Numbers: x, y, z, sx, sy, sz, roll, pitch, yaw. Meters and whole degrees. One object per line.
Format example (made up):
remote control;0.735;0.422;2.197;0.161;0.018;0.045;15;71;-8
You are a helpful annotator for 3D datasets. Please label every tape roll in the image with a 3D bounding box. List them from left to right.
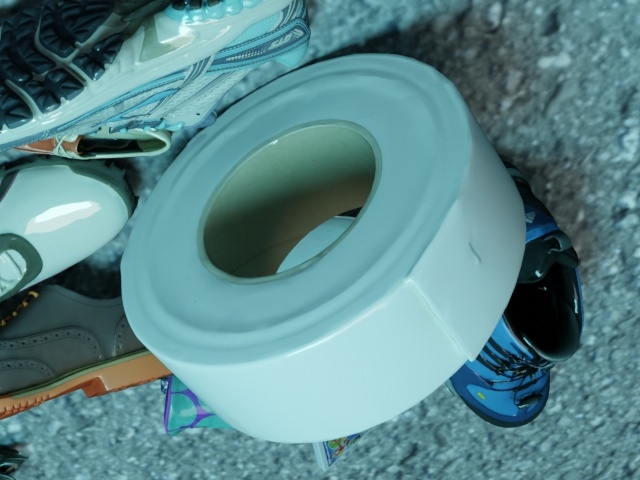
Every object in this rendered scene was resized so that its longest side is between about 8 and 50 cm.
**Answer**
tape roll;0.000;0.000;0.909;0.286;0.286;0.100;-26;130;14

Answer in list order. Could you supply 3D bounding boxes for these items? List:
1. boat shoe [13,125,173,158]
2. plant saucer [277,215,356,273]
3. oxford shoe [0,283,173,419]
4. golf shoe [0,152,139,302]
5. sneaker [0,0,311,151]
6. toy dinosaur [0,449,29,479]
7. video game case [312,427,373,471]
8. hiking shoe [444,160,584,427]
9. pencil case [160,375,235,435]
boat shoe;-0.181;-0.083;0.967;0.137;0.043;0.049;-2;135;-6
plant saucer;-0.004;0.040;1.114;0.195;0.037;0.195;-5;133;-6
oxford shoe;-0.245;0.092;1.039;0.271;0.098;0.097;-10;173;-34
golf shoe;-0.268;0.024;1.001;0.273;0.120;0.105;-21;131;8
sneaker;-0.131;-0.111;0.891;0.283;0.110;0.122;-25;139;1
toy dinosaur;-0.389;0.189;1.145;0.322;0.164;0.218;-24;119;37
video game case;0.037;0.152;1.194;0.122;0.011;0.087;-39;140;-26
hiking shoe;0.165;0.081;1.101;0.113;0.132;0.304;-26;135;-11
pencil case;-0.072;0.151;1.186;0.152;0.064;0.070;3;120;-13
